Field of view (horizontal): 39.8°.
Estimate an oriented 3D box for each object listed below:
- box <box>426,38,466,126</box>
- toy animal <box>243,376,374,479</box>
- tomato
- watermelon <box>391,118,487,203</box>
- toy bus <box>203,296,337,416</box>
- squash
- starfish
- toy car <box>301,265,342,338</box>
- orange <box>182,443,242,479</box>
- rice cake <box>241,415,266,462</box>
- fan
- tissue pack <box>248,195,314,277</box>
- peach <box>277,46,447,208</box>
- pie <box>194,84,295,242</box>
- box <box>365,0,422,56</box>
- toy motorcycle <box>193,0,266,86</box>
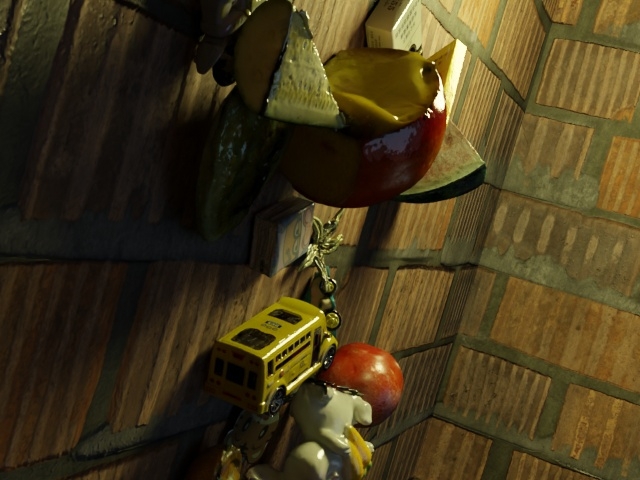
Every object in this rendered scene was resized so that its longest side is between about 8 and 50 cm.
[{"bbox_3d":[0.223,-0.292,1.861,0.152,0.043,0.269,-29,-145,49],"label":"box"},{"bbox_3d":[-0.015,0.479,2.032,0.183,0.247,0.310,40,63,-65],"label":"toy animal"},{"bbox_3d":[0.100,0.362,2.239,0.232,0.231,0.189,-47,126,-47],"label":"tomato"},{"bbox_3d":[0.321,-0.218,2.276,0.283,0.250,0.293,-23,130,-69],"label":"watermelon"},{"bbox_3d":[-0.083,0.216,1.757,0.331,0.145,0.151,-31,133,-59],"label":"toy bus"},{"bbox_3d":[-0.028,-0.266,1.351,0.252,0.093,0.170,-4,114,-59],"label":"squash"},{"bbox_3d":[0.000,0.000,1.920,0.176,0.053,0.208,72,32,-41],"label":"starfish"},{"bbox_3d":[-0.011,0.145,1.987,0.126,0.098,0.162,136,-54,-79],"label":"toy car"},{"bbox_3d":[-0.210,0.475,1.700,0.170,0.112,0.160,-82,171,-71],"label":"orange"},{"bbox_3d":[-0.130,0.376,1.914,0.124,0.038,0.211,-8,115,-64],"label":"rice cake"},{"bbox_3d":[-0.118,0.362,1.865,0.227,0.008,0.152,-59,143,-8],"label":"fan"},{"bbox_3d":[-0.075,-0.011,1.708,0.155,0.065,0.116,-35,140,-59],"label":"tissue pack"},{"bbox_3d":[0.083,-0.196,1.646,0.380,0.306,0.243,-50,143,-54],"label":"peach"},{"bbox_3d":[-0.120,-0.134,1.434,0.323,0.070,0.323,23,90,-80],"label":"pie"},{"bbox_3d":[0.168,-0.426,1.967,0.168,0.071,0.259,-60,156,-28],"label":"box"},{"bbox_3d":[-0.132,-0.344,1.291,0.152,0.073,0.225,12,96,-66],"label":"toy motorcycle"}]
